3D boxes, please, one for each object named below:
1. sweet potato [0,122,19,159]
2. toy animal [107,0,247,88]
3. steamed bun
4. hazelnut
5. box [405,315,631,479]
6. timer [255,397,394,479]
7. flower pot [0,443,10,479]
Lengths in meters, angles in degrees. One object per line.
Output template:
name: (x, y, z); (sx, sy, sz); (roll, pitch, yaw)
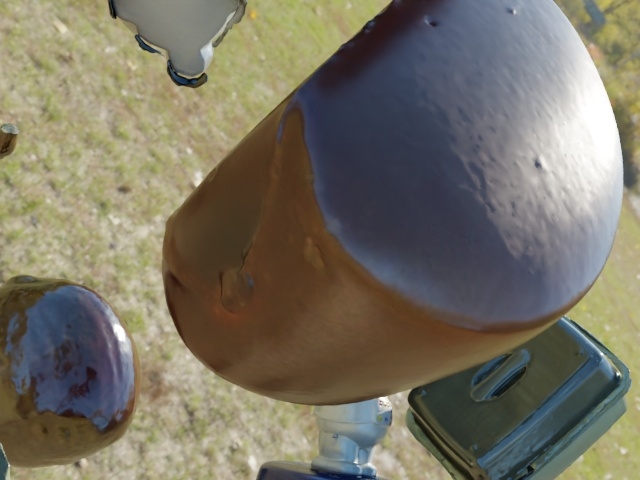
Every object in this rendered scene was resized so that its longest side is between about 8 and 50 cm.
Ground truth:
sweet potato: (-0.666, -0.196, 1.882); (0.049, 0.117, 0.049); (25, 38, -21)
toy animal: (-0.200, -0.413, 1.194); (0.194, 0.257, 0.357); (2, 52, -19)
steamed bun: (0.076, -0.031, 0.680); (0.248, 0.235, 0.379); (46, 46, -7)
hazelnut: (-0.589, 0.274, 1.911); (0.420, 0.421, 0.353); (61, 12, 15)
box: (0.283, 0.232, 1.303); (0.220, 0.290, 0.166); (44, -7, 45)
timer: (0.041, 0.286, 1.322); (0.270, 0.270, 0.383); (25, 72, -57)
flower pot: (-0.557, 0.395, 1.366); (0.212, 0.202, 0.212); (11, 53, -15)
